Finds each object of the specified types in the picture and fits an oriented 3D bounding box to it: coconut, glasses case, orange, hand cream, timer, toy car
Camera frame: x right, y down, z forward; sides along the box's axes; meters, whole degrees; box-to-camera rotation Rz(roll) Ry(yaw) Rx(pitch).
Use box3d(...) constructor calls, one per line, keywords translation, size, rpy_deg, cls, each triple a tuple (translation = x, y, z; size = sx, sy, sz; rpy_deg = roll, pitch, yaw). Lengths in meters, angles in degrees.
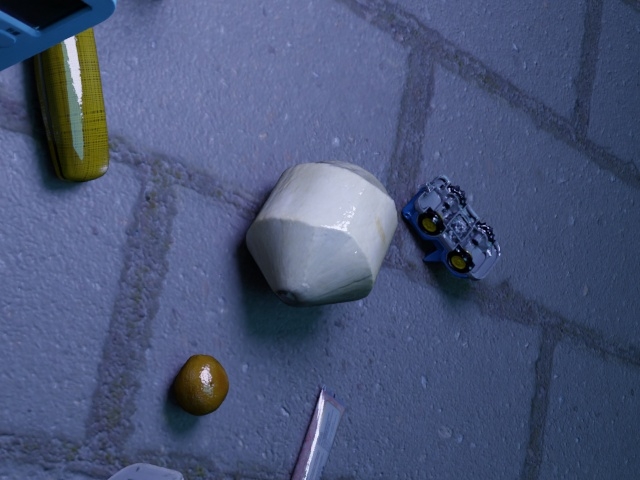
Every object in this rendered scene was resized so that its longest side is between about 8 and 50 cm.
box3d(translation=(0.000, 0.000, 1.501), size=(0.202, 0.202, 0.222), rpy_deg=(48, 55, -34), cls="coconut")
box3d(translation=(-0.308, -0.188, 1.281), size=(0.079, 0.064, 0.234), rpy_deg=(-14, 99, -52), cls="glasses case")
box3d(translation=(-0.161, 0.196, 1.416), size=(0.085, 0.085, 0.085), rpy_deg=(1, 89, -46), cls="orange")
box3d(translation=(-0.010, 0.329, 1.598), size=(0.067, 0.043, 0.210), rpy_deg=(45, 53, -38), cls="hand cream")
box3d(translation=(-0.361, -0.250, 1.062), size=(0.232, 0.249, 0.091), rpy_deg=(24, 62, -59), cls="timer")
box3d(translation=(0.217, -0.016, 1.801), size=(0.191, 0.100, 0.097), rpy_deg=(51, 54, -8), cls="toy car")

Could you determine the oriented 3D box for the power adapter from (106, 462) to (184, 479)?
box3d(translation=(-0.215, 0.407, 1.322), size=(0.130, 0.125, 0.205), rpy_deg=(-33, 113, -42), cls="power adapter")
